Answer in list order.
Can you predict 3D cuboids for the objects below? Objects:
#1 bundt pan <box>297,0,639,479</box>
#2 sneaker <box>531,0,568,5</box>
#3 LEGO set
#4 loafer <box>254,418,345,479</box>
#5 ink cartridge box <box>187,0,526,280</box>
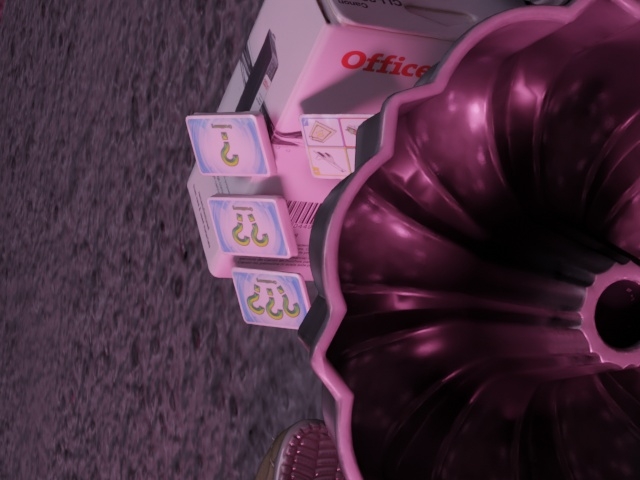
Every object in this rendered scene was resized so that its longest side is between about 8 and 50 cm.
[{"bbox_3d":[0.133,0.035,0.705,0.124,0.331,0.331,-174,87,-71],"label":"bundt pan"},{"bbox_3d":[0.120,-0.259,1.005,0.212,0.094,0.080,-116,37,-45],"label":"sneaker"},{"bbox_3d":[0.000,0.000,0.934,0.244,0.060,0.182,5,116,40],"label":"LEGO set"},{"bbox_3d":[-0.037,0.294,1.258,0.087,0.094,0.251,-4,66,71],"label":"loafer"},{"bbox_3d":[0.031,-0.095,1.049,0.273,0.197,0.114,-61,36,41],"label":"ink cartridge box"}]
